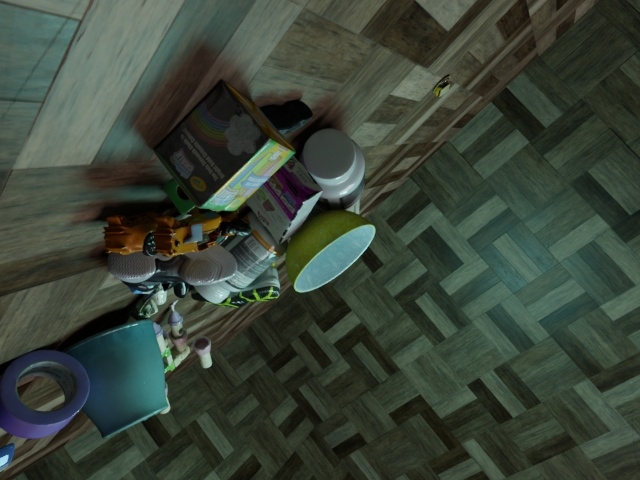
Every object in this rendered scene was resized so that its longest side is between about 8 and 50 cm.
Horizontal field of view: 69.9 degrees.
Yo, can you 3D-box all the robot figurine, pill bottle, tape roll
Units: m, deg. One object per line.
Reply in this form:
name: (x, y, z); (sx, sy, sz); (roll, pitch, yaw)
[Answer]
robot figurine: (-0.265, -0.029, 0.906); (0.211, 0.085, 0.291); (2, -168, 17)
pill bottle: (0.034, -0.189, 1.255); (0.176, 0.176, 0.318); (-39, 172, 0)
tape roll: (-0.663, 0.363, 1.091); (0.080, 0.189, 0.189); (-43, 171, 29)
pill bottle: (-0.244, 0.051, 1.364); (0.278, 0.162, 0.162); (-40, 172, 11)

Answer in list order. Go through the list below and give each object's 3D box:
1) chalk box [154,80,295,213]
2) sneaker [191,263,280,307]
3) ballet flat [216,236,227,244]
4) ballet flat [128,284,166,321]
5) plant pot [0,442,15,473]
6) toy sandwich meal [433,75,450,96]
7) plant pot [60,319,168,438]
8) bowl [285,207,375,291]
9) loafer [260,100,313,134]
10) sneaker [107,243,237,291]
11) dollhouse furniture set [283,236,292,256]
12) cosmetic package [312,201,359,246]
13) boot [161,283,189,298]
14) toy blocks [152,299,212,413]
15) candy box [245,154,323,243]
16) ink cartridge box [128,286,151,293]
chalk box: (-0.175, -0.136, 0.786); (0.213, 0.132, 0.132); (-40, 171, 13)
sneaker: (-0.286, 0.140, 1.557); (0.385, 0.147, 0.145); (-13, 158, 33)
ballet flat: (-0.322, 0.021, 1.214); (0.221, 0.077, 0.079); (-41, -169, 11)
ballet flat: (-0.478, 0.170, 1.311); (0.188, 0.070, 0.070); (-44, 170, 28)
plant pot: (-0.785, 0.439, 0.894); (0.236, 0.212, 0.236); (-41, 172, 8)
toy sandwich meal: (0.434, -0.544, 1.622); (0.085, 0.029, 0.085); (-39, 172, -7)
plant pot: (-0.564, 0.398, 1.296); (0.272, 0.255, 0.271); (-25, 170, -5)
bowl: (0.000, 0.000, 1.332); (0.289, 0.156, 0.289); (-34, 160, -14)
loafer: (-0.083, -0.233, 0.923); (0.170, 0.062, 0.061); (-28, 171, -48)
sneaker: (-0.333, 0.059, 1.032); (0.269, 0.101, 0.153); (4, 164, -24)
dollhouse furniture set: (-0.165, 0.000, 1.591); (0.151, 0.144, 0.123); (-52, -179, -19)
cosmetic package: (0.030, -0.088, 1.575); (0.296, 0.129, 0.153); (-48, 140, -58)
boot: (-0.407, 0.118, 1.280); (0.099, 0.045, 0.121); (-40, 146, -71)
toy blocks: (-0.588, 0.382, 1.606); (0.288, 0.309, 0.260); (-47, 146, -44)
candy box: (-0.099, -0.112, 1.146); (0.071, 0.159, 0.233); (-33, 170, -31)
ink cartridge box: (-0.412, 0.075, 1.136); (0.122, 0.052, 0.088); (-41, 171, 0)
